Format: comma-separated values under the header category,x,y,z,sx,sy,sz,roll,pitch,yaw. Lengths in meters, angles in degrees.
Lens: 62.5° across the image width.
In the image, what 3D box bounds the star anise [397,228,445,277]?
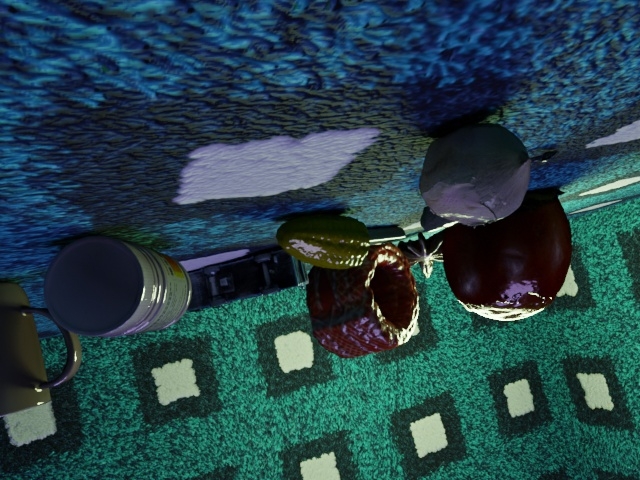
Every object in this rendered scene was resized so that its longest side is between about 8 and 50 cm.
category,x,y,z,sx,sy,sz,roll,pitch,yaw
star anise,0.347,0.032,1.749,0.198,0.111,0.257,15,146,-19

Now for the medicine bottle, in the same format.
category,x,y,z,sx,sy,sz,roll,pitch,yaw
medicine bottle,-0.276,0.070,0.757,0.133,0.134,0.250,-13,173,-1

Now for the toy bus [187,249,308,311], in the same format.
category,x,y,z,sx,sy,sz,roll,pitch,yaw
toy bus,-0.180,0.094,1.269,0.297,0.106,0.131,-14,175,16

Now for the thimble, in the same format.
category,x,y,z,sx,sy,sz,roll,pitch,yaw
thimble,0.132,0.176,1.584,0.230,0.351,0.350,-17,172,33

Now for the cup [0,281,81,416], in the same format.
category,x,y,z,sx,sy,sz,roll,pitch,yaw
cup,-0.508,0.170,0.818,0.252,0.201,0.191,-12,173,-4

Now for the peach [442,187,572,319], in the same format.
category,x,y,z,sx,sy,sz,roll,pitch,yaw
peach,0.516,0.024,1.441,0.338,0.353,0.417,-19,132,-7

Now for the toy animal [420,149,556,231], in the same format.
category,x,y,z,sx,sy,sz,roll,pitch,yaw
toy animal,0.257,-0.086,0.874,0.253,0.070,0.079,-36,-165,42

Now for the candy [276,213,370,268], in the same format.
category,x,y,z,sx,sy,sz,roll,pitch,yaw
candy,0.000,0.000,0.907,0.106,0.094,0.198,-11,170,37

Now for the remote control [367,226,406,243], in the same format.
category,x,y,z,sx,sy,sz,roll,pitch,yaw
remote control,0.102,-0.005,1.277,0.090,0.038,0.309,-18,172,37

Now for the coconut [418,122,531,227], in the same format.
category,x,y,z,sx,sy,sz,roll,pitch,yaw
coconut,0.171,-0.071,0.567,0.110,0.110,0.124,-10,176,-28
